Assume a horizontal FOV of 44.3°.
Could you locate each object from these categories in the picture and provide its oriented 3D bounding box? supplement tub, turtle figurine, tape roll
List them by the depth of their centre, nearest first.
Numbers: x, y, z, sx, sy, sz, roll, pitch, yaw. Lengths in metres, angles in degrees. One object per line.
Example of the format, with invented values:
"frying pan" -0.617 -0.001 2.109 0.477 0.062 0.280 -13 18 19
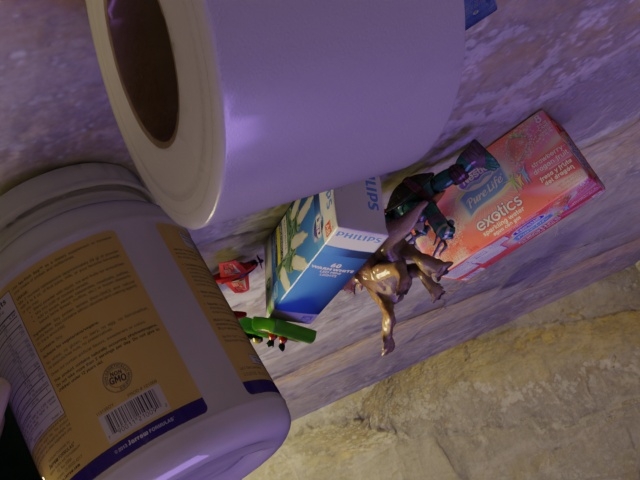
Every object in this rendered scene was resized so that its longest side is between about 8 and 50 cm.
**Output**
"tape roll" -0.044 -0.145 0.533 0.169 0.246 0.246 -18 159 -25
"supplement tub" -0.205 0.110 0.808 0.241 0.331 0.241 -28 159 -12
"turtle figurine" 0.171 -0.055 1.227 0.234 0.118 0.175 -44 -167 7

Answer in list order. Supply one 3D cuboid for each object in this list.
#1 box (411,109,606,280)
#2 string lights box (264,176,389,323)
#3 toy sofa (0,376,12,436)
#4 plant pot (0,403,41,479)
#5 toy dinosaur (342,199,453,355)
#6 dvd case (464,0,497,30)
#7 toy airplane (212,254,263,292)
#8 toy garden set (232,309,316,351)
"box" 0.309 -0.067 1.347 0.300 0.142 0.154 -37 159 23
"string lights box" 0.000 0.000 1.102 0.076 0.133 0.260 9 145 -21
"toy sofa" -0.453 0.153 0.631 0.362 0.150 0.177 14 145 -12
"plant pot" -0.393 0.270 0.902 0.271 0.272 0.255 0 136 -53
"toy dinosaur" 0.077 0.029 1.172 0.127 0.200 0.296 -34 151 -22
"dvd case" 0.076 -0.241 0.784 0.180 0.022 0.253 -31 161 13
"toy airplane" -0.158 0.062 1.227 0.151 0.028 0.151 -24 159 -10
"toy garden set" -0.164 0.131 1.169 0.244 0.049 0.203 1 166 33
